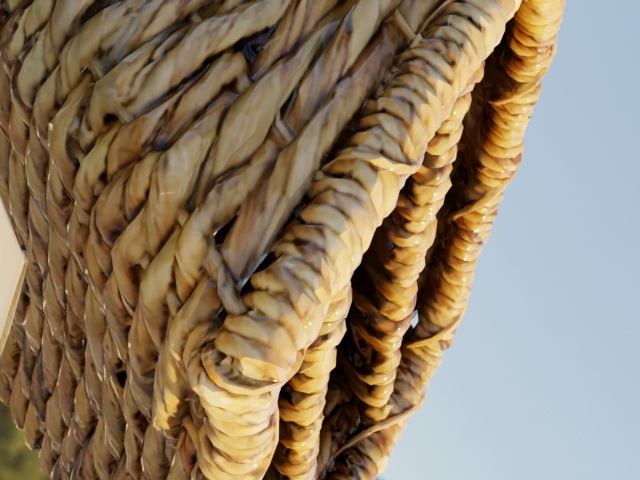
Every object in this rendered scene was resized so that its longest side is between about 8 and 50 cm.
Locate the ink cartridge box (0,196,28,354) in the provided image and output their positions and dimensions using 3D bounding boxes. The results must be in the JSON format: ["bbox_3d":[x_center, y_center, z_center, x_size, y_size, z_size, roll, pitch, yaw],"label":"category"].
[{"bbox_3d":[-0.217,-0.034,0.271,0.309,0.272,0.130,85,14,-60],"label":"ink cartridge box"}]

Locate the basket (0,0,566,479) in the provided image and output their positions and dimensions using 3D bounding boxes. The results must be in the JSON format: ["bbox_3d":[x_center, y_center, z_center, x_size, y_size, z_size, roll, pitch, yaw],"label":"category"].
[{"bbox_3d":[0.000,0.000,0.604,0.223,0.213,0.299,56,-24,28],"label":"basket"}]
